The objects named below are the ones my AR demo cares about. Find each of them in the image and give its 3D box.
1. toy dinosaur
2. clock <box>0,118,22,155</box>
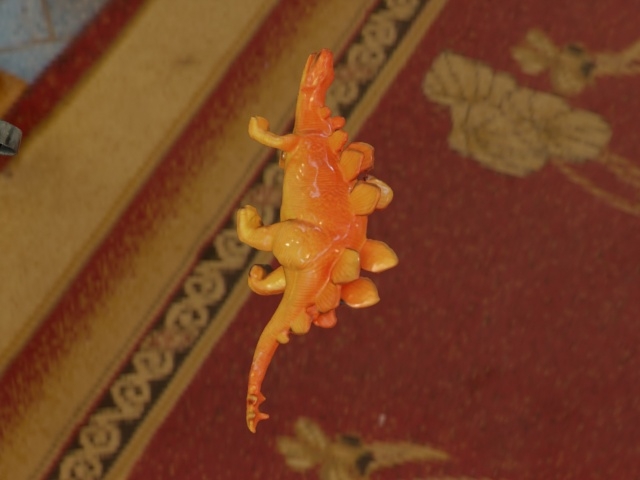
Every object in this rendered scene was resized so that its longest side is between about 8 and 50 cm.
[{"bbox_3d":[0.000,0.000,1.259,0.117,0.070,0.288,3,81,27],"label":"toy dinosaur"},{"bbox_3d":[-0.245,-0.079,1.175,0.085,0.085,0.017,16,83,6],"label":"clock"}]
